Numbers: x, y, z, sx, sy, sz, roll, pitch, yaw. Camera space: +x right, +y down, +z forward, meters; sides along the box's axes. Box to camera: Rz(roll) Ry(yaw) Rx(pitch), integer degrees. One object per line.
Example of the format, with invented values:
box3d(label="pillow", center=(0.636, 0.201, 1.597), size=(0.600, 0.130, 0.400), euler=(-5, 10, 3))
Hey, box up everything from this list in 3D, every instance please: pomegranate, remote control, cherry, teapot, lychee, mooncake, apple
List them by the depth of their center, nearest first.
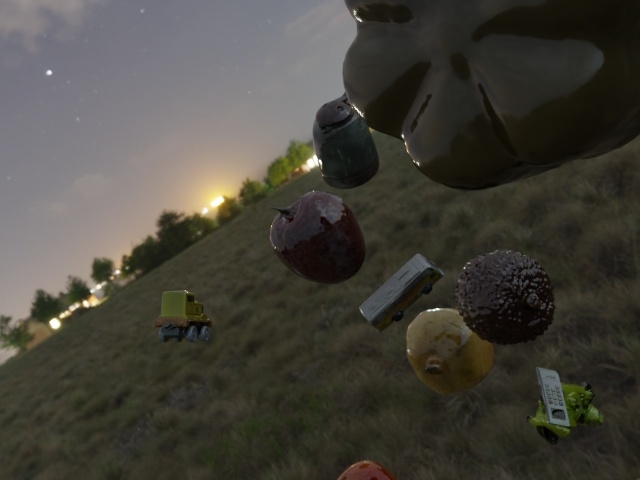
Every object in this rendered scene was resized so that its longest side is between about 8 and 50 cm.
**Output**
box3d(label="mooncake", center=(0.251, -0.298, 0.821), size=(0.262, 0.468, 0.467), euler=(-21, -2, -40))
box3d(label="apple", center=(0.092, 0.467, 1.007), size=(0.139, 0.163, 0.163), euler=(-52, 14, -17))
box3d(label="lychee", center=(0.436, 0.135, 1.391), size=(0.235, 0.236, 0.271), euler=(-34, 8, -5))
box3d(label="cherry", center=(0.000, 0.000, 1.486), size=(0.230, 0.300, 0.203), euler=(-34, 26, 26))
box3d(label="remote control", center=(0.630, 0.425, 1.574), size=(0.029, 0.065, 0.166), euler=(116, 163, -48))
box3d(label="pomegranate", center=(0.470, 0.414, 2.136), size=(0.342, 0.343, 0.342), euler=(-33, 8, 5))
box3d(label="teapot", center=(0.101, -0.408, 2.173), size=(0.233, 0.312, 0.315), euler=(16, 56, 29))

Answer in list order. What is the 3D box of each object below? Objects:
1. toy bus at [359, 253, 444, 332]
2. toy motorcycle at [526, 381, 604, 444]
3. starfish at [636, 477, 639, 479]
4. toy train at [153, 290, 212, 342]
box3d(label="toy bus", center=(0.242, 0.155, 1.745), size=(0.268, 0.106, 0.092), euler=(-43, 46, 5))
box3d(label="toy motorcycle", center=(0.779, 0.542, 1.842), size=(0.142, 0.342, 0.206), euler=(24, 95, 49))
box3d(label="starfish", center=(0.815, 0.633, 1.358), size=(0.208, 0.053, 0.176), euler=(-17, 43, -9))
box3d(label="toy train", center=(-0.340, 0.192, 1.448), size=(0.089, 0.127, 0.219), euler=(-1, -9, 10))
